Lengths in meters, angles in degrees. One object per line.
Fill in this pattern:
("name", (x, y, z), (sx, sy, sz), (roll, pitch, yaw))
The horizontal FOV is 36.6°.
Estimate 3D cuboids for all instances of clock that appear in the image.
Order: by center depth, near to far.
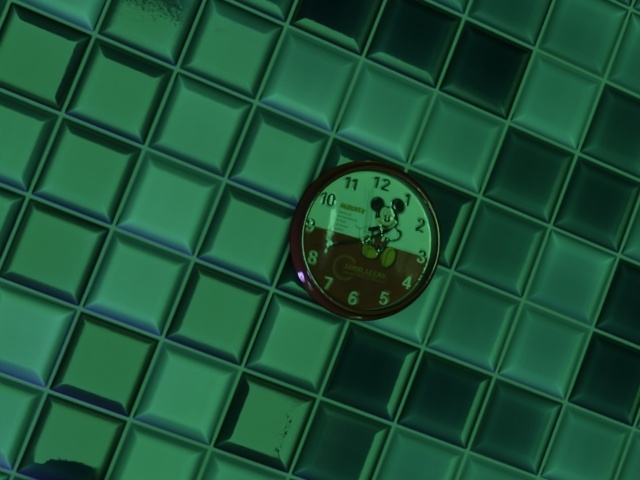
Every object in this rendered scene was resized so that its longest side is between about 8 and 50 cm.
("clock", (0.091, 0.001, 1.914), (0.319, 0.080, 0.318), (0, 89, -16))
